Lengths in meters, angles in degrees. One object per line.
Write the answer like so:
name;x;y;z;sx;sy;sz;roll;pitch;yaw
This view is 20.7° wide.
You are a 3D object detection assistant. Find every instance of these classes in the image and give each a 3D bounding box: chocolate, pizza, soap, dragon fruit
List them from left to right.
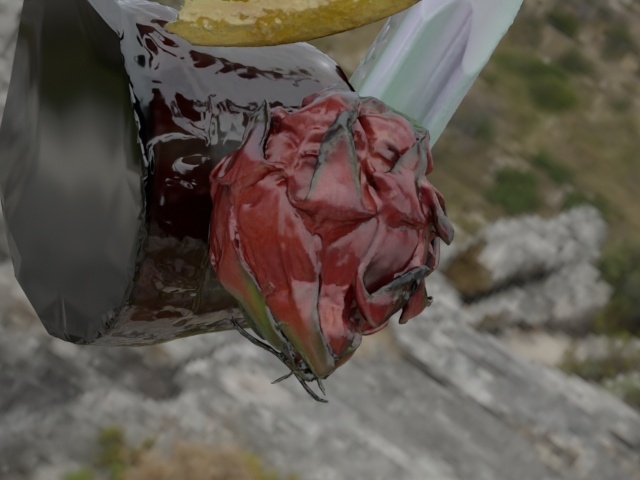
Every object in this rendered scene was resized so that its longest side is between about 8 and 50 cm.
chocolate;-0.115;-0.080;1.801;0.331;0.383;0.383;-7;36;-31
pizza;-0.028;-0.302;1.439;0.075;0.280;0.287;18;49;-84
dragon fruit;0.000;0.000;1.523;0.234;0.234;0.293;29;46;-19
soap;0.114;-0.203;2.088;0.115;0.347;0.208;31;10;-8
